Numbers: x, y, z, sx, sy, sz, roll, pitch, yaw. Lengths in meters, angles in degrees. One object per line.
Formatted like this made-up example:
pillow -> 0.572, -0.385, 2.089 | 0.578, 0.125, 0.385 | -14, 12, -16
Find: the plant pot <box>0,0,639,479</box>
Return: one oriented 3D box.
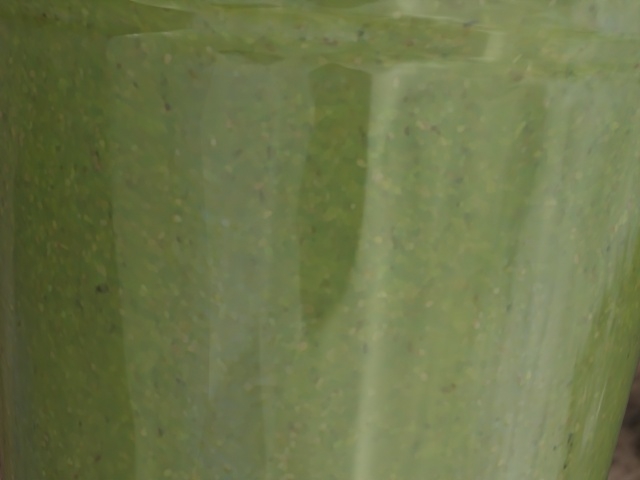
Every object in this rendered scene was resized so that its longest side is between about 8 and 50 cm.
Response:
plant pot -> 0.000, 0.000, 0.535 | 0.276, 0.276, 0.254 | -3, 103, -35
